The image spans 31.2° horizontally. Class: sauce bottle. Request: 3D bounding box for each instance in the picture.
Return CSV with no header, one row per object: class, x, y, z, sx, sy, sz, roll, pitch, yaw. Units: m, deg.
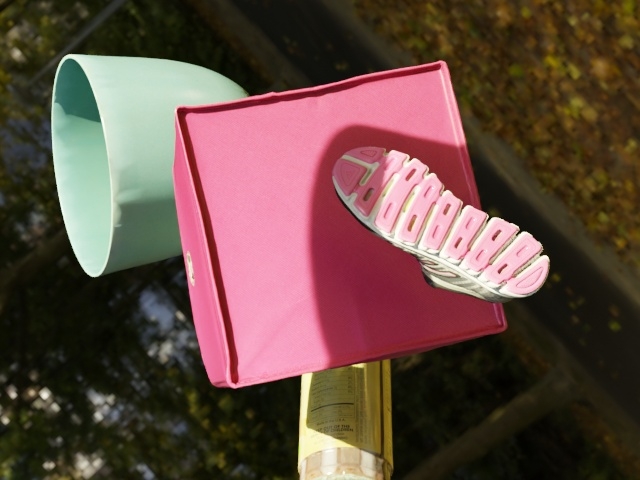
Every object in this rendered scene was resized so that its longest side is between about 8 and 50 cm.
sauce bottle,0.033,0.157,1.384,0.111,0.111,0.344,49,-148,-40

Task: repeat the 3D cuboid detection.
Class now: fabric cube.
fabric cube,0.000,0.000,1.108,0.258,0.259,0.254,138,122,-80

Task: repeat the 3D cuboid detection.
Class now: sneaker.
sneaker,0.080,-0.004,0.832,0.170,0.063,0.075,30,160,6

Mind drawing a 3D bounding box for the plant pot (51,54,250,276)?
plant pot,-0.213,-0.111,1.554,0.293,0.235,0.293,29,123,59
